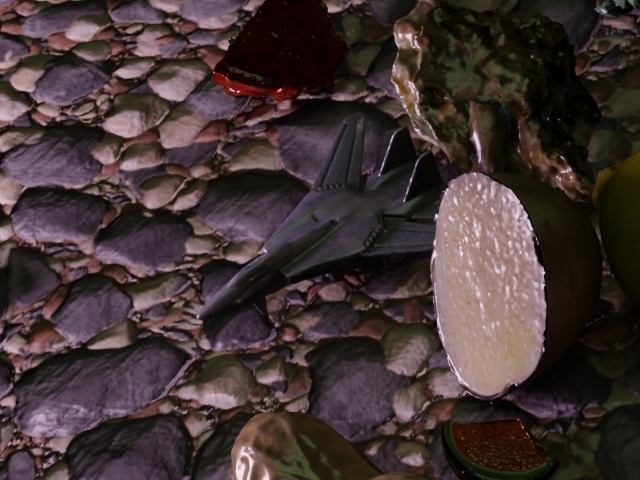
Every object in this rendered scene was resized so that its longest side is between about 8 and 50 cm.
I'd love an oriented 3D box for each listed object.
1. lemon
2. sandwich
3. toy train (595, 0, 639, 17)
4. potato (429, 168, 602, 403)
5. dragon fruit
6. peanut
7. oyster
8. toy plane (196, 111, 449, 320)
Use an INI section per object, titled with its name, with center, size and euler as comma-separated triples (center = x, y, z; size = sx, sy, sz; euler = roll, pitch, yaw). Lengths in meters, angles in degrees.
[lemon]
center = 0.333, -0.005, 1.627
size = 0.248, 0.184, 0.184
euler = 18, 59, 35
[sandwich]
center = 0.153, 0.183, 1.633
size = 0.101, 0.026, 0.069
euler = -4, 47, 9
[toy train]
center = 0.302, -0.301, 1.944
size = 0.118, 0.074, 0.176
euler = -29, 48, -12
[potato]
center = 0.184, 0.034, 1.659
size = 0.117, 0.202, 0.182
euler = -10, 13, -29
[dragon fruit]
center = -0.034, -0.178, 1.944
size = 0.106, 0.083, 0.162
euler = 27, 50, 8
[peanut]
center = 0.042, 0.231, 1.554
size = 0.298, 0.136, 0.120
euler = 27, 31, 33
[oyster]
center = 0.170, -0.140, 1.796
size = 0.222, 0.083, 0.214
euler = 17, 55, -13
[toy plane]
center = 0.004, 0.007, 1.783
size = 0.267, 0.088, 0.212
euler = -38, 51, -4
